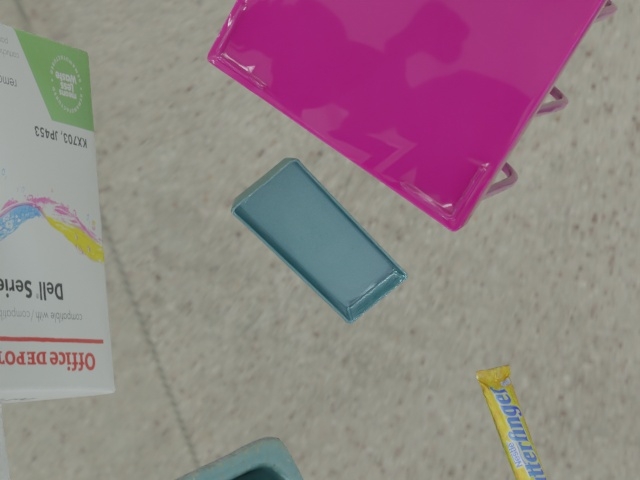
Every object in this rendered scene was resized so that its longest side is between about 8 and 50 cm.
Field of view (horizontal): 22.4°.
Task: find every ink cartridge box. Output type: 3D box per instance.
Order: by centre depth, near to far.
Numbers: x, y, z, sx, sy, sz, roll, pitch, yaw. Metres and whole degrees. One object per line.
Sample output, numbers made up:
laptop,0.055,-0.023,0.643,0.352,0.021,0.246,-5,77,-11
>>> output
ink cartridge box,-0.261,0.020,1.222,0.119,0.207,0.353,-9,83,24

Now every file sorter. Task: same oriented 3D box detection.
file sorter,0.107,-0.192,1.057,0.202,0.182,0.290,35,110,13

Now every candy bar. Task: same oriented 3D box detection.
candy bar,0.198,0.202,1.608,0.018,0.040,0.161,-45,60,57

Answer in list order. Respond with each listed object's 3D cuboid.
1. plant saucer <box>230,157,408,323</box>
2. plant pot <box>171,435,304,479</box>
plant saucer,0.000,0.000,1.309,0.067,0.018,0.192,-39,137,6
plant pot,-0.133,0.262,0.720,0.252,0.248,0.247,-23,86,34
